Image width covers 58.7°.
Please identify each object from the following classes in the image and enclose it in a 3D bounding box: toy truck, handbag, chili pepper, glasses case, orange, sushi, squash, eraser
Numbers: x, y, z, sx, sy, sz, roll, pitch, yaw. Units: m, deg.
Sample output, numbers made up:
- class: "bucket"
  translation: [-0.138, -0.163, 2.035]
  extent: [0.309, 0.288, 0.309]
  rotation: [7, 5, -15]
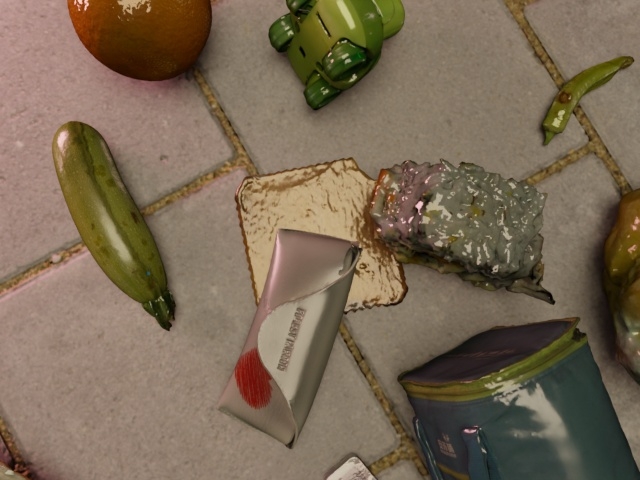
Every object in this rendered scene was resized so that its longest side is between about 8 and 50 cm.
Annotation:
- class: "toy truck"
  translation: [0.042, -0.304, 0.806]
  extent: [0.210, 0.187, 0.148]
  rotation: [-30, 91, -5]
- class: "handbag"
  translation: [0.247, 0.249, 0.718]
  extent: [0.222, 0.263, 0.241]
  rotation: [-22, 83, -19]
- class: "chili pepper"
  translation: [0.411, -0.237, 0.888]
  extent: [0.208, 0.043, 0.049]
  rotation: [-44, 75, -7]
- class: "glasses case"
  translation: [-0.043, 0.129, 0.796]
  extent: [0.128, 0.083, 0.308]
  rotation: [19, 85, 0]
- class: "orange"
  translation: [-0.249, -0.329, 0.799]
  extent: [0.205, 0.206, 0.206]
  rotation: [0, 84, -2]
- class: "sushi"
  translation: [0.199, -0.017, 0.781]
  extent: [0.274, 0.184, 0.140]
  rotation: [18, 84, -8]
- class: "squash"
  translation: [-0.297, -0.021, 0.811]
  extent: [0.094, 0.094, 0.341]
  rotation: [-26, 86, -5]
- class: "eraser"
  translation: [0.058, 0.365, 0.815]
  extent: [0.065, 0.026, 0.105]
  rotation: [-37, 86, -8]

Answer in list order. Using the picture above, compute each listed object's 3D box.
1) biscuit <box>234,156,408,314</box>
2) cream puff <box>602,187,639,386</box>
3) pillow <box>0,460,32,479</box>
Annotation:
- class: "biscuit"
  translation: [0.000, 0.000, 0.859]
  extent: [0.231, 0.013, 0.237]
  rotation: [-11, 85, -3]
- class: "cream puff"
  translation: [0.573, 0.072, 0.746]
  extent: [0.377, 0.275, 0.379]
  rotation: [0, 81, -2]
- class: "pillow"
  translation: [-0.435, 0.449, 0.738]
  extent: [0.310, 0.119, 0.313]
  rotation: [29, 83, -1]
